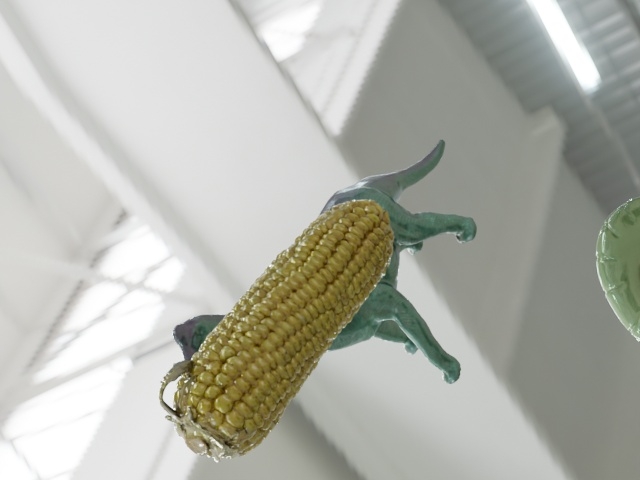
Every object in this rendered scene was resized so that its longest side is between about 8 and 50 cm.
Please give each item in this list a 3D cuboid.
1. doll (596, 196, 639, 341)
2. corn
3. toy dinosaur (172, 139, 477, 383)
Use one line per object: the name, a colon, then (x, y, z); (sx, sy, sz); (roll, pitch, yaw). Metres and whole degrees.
doll: (0.433, 0.030, 1.699); (0.268, 0.284, 0.216); (56, -175, 9)
corn: (-0.033, 0.074, 1.561); (0.106, 0.106, 0.293); (52, -124, -22)
toy dinosaur: (0.000, 0.000, 1.853); (0.331, 0.129, 0.383); (21, -126, -28)
